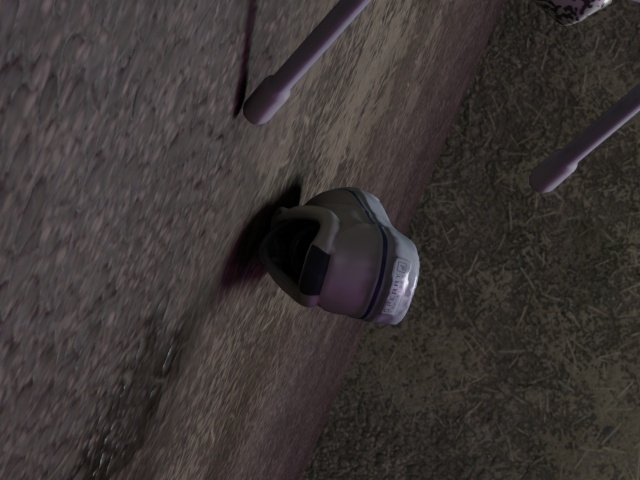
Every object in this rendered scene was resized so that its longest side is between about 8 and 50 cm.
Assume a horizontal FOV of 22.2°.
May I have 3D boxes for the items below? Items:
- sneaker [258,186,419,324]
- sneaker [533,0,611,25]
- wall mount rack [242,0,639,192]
[{"bbox_3d":[0.000,0.000,1.253,0.258,0.091,0.094,-155,-98,-75],"label":"sneaker"},{"bbox_3d":[0.179,-0.288,1.100,0.158,0.182,0.410,-22,-151,49],"label":"sneaker"},{"bbox_3d":[0.118,-0.163,0.898,0.304,0.350,0.130,-70,-154,17],"label":"wall mount rack"}]
